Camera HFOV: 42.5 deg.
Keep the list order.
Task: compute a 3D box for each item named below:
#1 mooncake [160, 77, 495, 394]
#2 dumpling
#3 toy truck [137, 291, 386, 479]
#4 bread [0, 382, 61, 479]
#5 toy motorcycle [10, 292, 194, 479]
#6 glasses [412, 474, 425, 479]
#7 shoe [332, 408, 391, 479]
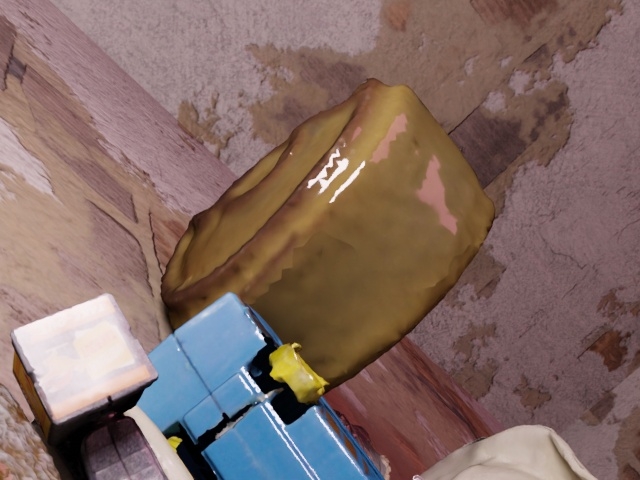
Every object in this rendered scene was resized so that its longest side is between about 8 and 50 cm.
[{"bbox_3d":[0.000,0.000,0.984,0.246,0.394,0.393,45,9,-13],"label":"mooncake"},{"bbox_3d":[0.213,0.340,0.925,0.181,0.260,0.341,40,12,-1],"label":"dumpling"},{"bbox_3d":[-0.004,0.228,0.680,0.385,0.161,0.162,49,-2,26],"label":"toy truck"},{"bbox_3d":[-0.233,0.089,0.239,0.165,0.113,0.416,53,8,29],"label":"bread"},{"bbox_3d":[-0.093,0.177,0.460,0.263,0.091,0.157,55,-34,18],"label":"toy motorcycle"},{"bbox_3d":[0.122,0.323,0.765,0.255,0.162,0.095,-74,162,-52],"label":"glasses"},{"bbox_3d":[0.015,0.247,0.959,0.092,0.089,0.180,46,4,-17],"label":"shoe"}]
